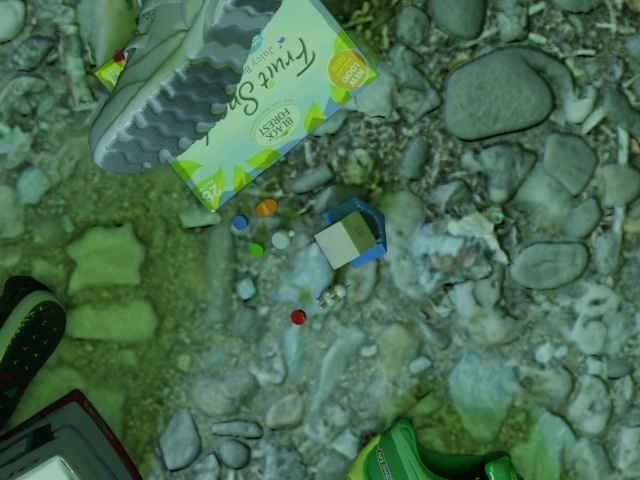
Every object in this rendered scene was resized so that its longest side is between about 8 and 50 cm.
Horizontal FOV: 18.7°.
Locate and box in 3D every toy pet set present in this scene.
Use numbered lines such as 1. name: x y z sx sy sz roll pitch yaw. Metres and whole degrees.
1. toy pet set: 0.000 0.000 1.864 0.114 0.065 0.122 -28 94 34

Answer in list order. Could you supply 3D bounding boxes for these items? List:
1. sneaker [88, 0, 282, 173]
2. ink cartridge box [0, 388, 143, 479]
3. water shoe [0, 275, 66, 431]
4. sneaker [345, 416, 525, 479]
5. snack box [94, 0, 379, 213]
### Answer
1. sneaker: -0.125 -0.187 1.759 0.115 0.105 0.281 38 95 32
2. ink cartridge box: -0.280 0.264 1.731 0.226 0.306 0.131 -32 96 -1
3. water shoe: -0.318 0.125 1.838 0.203 0.080 0.073 -49 131 -1
4. sneaker: 0.169 0.270 1.860 0.295 0.109 0.123 31 96 -5
5. snack box: -0.078 -0.156 1.829 0.207 0.070 0.174 -39 95 1
